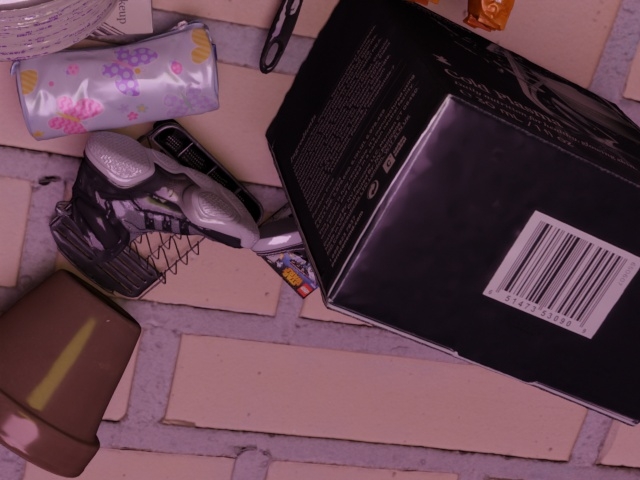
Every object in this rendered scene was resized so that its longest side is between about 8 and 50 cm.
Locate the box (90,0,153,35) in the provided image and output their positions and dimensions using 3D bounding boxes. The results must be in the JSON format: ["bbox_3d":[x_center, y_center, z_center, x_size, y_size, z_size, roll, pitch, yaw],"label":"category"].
[{"bbox_3d":[-0.354,-0.321,1.528,0.275,0.094,0.113,-5,119,-9],"label":"box"}]

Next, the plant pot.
[{"bbox_3d":[-0.384,0.171,1.724,0.263,0.263,0.229,39,85,-27],"label":"plant pot"}]

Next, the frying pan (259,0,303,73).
[{"bbox_3d":[0.013,-0.386,1.600,0.197,0.053,0.326,-4,120,-9],"label":"frying pan"}]

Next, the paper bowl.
[{"bbox_3d":[-0.369,-0.355,1.381,0.284,0.284,0.148,-5,148,-10],"label":"paper bowl"}]

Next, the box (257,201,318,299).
[{"bbox_3d":[-0.034,0.014,1.819,0.094,0.027,0.137,-39,119,7],"label":"box"}]

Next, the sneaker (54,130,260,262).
[{"bbox_3d":[-0.225,-0.030,1.633,0.268,0.101,0.153,29,113,-20],"label":"sneaker"}]

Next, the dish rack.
[{"bbox_3d":[-0.243,-0.032,1.721,0.271,0.074,0.208,-40,118,10],"label":"dish rack"}]

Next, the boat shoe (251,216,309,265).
[{"bbox_3d":[0.000,0.000,1.761,0.228,0.080,0.076,-16,108,-32],"label":"boat shoe"}]

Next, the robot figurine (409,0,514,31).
[{"bbox_3d":[0.210,-0.433,1.558,0.211,0.085,0.291,17,89,-25],"label":"robot figurine"}]

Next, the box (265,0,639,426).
[{"bbox_3d":[0.225,-0.065,1.578,0.480,0.472,0.297,22,110,-22],"label":"box"}]

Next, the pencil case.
[{"bbox_3d":[-0.267,-0.211,1.595,0.273,0.113,0.124,-12,129,-5],"label":"pencil case"}]
